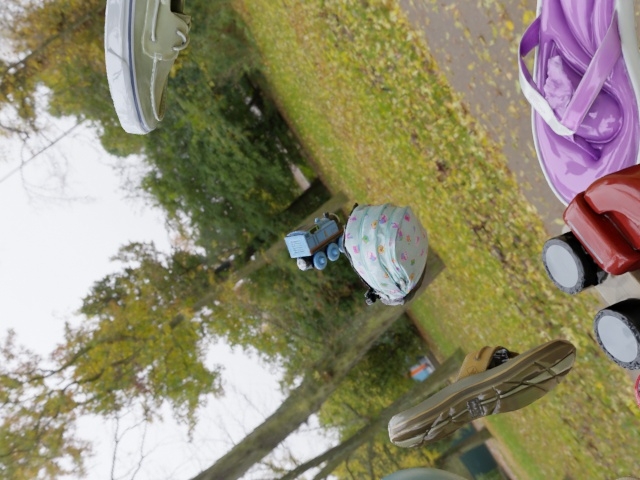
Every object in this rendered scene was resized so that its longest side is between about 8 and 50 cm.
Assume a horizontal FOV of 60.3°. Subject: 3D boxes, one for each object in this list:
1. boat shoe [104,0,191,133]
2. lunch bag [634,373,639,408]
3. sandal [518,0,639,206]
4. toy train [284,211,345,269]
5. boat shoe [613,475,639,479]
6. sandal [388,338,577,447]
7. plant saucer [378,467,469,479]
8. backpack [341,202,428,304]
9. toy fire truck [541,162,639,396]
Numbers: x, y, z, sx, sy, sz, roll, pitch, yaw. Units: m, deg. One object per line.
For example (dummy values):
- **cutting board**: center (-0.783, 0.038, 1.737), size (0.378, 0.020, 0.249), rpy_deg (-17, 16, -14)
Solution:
- **boat shoe**: center (-0.219, -0.287, 0.719), size (0.109, 0.094, 0.302), rpy_deg (-86, 2, -67)
- **lunch bag**: center (0.459, 0.150, 0.489), size (0.120, 0.293, 0.258), rpy_deg (58, -171, -25)
- **sandal**: center (0.316, -0.235, 0.709), size (0.169, 0.102, 0.416), rpy_deg (1, 97, 64)
- **toy train**: center (0.000, 0.000, 1.313), size (0.080, 0.184, 0.105), rpy_deg (-5, 109, 41)
- **boat shoe**: center (0.437, 0.539, 0.914), size (0.123, 0.342, 0.123), rpy_deg (46, -171, 16)
- **sandal**: center (0.137, 0.123, 0.480), size (0.072, 0.180, 0.049), rpy_deg (67, 179, -46)
- **plant saucer**: center (0.132, 0.328, 0.612), size (0.195, 0.195, 0.037), rpy_deg (-123, 29, -51)
- **backpack**: center (0.112, 0.010, 0.912), size (0.182, 0.115, 0.151), rpy_deg (51, -136, -47)
- **toy fire truck**: center (0.287, 0.015, 0.408), size (0.246, 0.159, 0.217), rpy_deg (93, 156, -57)
